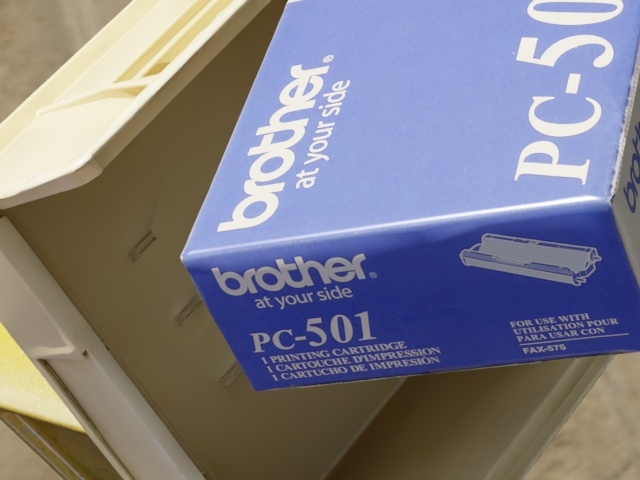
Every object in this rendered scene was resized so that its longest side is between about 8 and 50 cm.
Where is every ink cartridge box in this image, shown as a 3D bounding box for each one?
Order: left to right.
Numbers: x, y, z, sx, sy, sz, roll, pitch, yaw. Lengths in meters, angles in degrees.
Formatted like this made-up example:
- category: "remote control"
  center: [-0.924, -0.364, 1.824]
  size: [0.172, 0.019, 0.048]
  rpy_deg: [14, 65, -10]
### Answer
- category: "ink cartridge box"
  center: [0.044, -0.055, 0.457]
  size: [0.097, 0.207, 0.046]
  rpy_deg: [-8, 129, 24]

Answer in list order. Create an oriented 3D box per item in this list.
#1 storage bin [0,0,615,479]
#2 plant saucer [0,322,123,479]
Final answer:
- category: "storage bin"
  center: [0.000, 0.000, 0.861]
  size: [0.123, 0.260, 0.262]
  rpy_deg: [-2, 129, 50]
- category: "plant saucer"
  center: [-0.055, 0.154, 1.116]
  size: [0.333, 0.081, 0.333]
  rpy_deg: [48, 157, -26]
